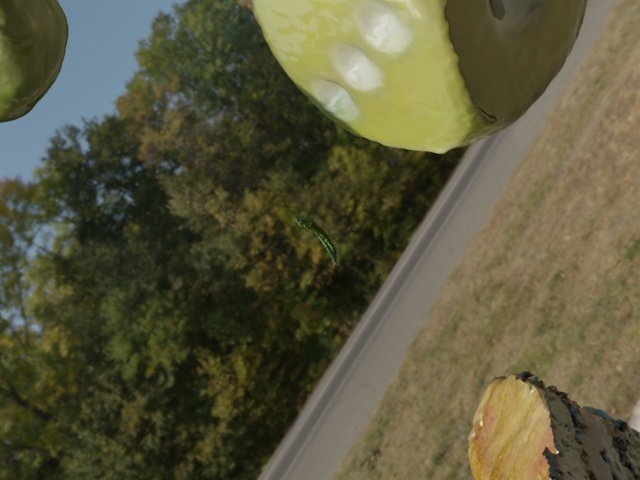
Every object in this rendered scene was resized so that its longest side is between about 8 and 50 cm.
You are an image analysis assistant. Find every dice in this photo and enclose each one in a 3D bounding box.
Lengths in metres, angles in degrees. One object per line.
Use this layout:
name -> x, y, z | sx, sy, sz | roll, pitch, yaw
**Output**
dice -> 0.068, -0.175, 0.530 | 0.169, 0.169, 0.166 | -49, -45, -21

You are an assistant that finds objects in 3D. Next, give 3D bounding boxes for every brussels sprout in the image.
brussels sprout -> -0.535, -0.325, 1.163 | 0.328, 0.328, 0.247 | -59, 8, 25

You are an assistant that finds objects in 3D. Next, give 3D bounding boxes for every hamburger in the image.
hamburger -> 0.242, 0.236, 0.792 | 0.282, 0.155, 0.245 | -73, 8, -47

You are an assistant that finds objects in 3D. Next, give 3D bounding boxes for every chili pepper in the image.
chili pepper -> 0.000, 0.001, 1.021 | 0.030, 0.083, 0.017 | -39, -8, -38
